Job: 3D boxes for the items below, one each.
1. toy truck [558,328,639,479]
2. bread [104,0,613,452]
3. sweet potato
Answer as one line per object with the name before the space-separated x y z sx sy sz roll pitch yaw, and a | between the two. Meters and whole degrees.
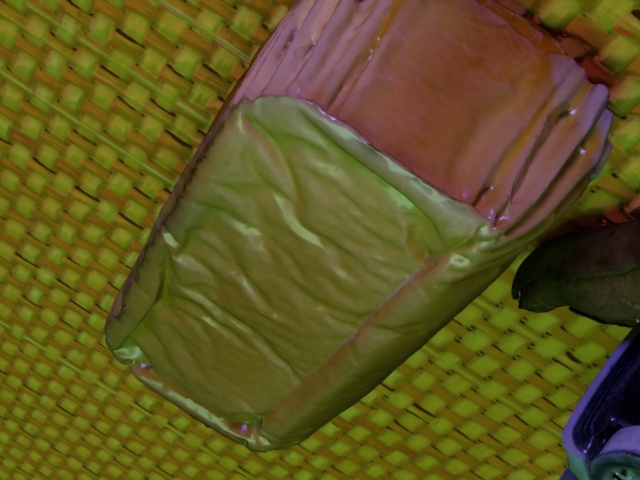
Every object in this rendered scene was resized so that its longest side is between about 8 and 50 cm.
toy truck | 0.251 0.141 0.520 0.338 0.133 0.184 15 135 37
bread | 0.000 0.000 0.572 0.152 0.119 0.288 35 141 -3
sweet potato | 0.160 -0.016 0.506 0.081 0.062 0.233 40 147 8
